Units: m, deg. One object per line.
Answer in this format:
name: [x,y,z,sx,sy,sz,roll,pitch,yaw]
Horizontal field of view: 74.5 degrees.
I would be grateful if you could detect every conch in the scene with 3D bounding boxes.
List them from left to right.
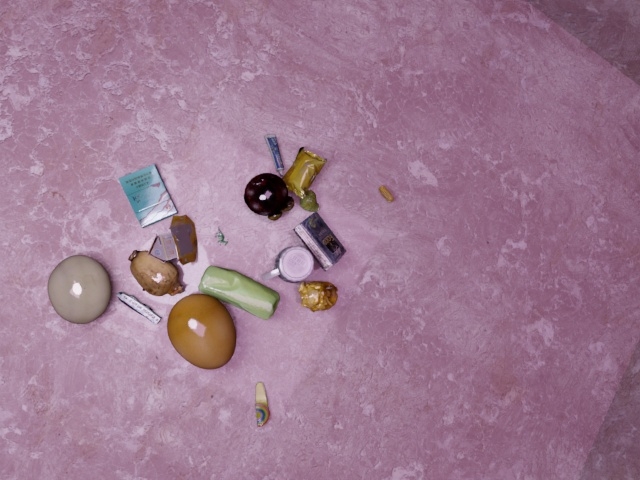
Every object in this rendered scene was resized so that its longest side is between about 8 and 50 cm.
conch: [-0.054,-0.179,1.913,0.089,0.074,0.121,-28,111,22]

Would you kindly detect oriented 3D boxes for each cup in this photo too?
cup: [-0.126,0.122,1.804,0.166,0.202,0.221,38,81,-3]

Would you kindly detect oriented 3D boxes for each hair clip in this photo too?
hair clip: [-0.254,0.713,1.831,0.060,0.033,0.189,-5,88,-13]

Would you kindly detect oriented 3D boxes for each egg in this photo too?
egg: [-0.938,0.191,1.646,0.218,0.219,0.270,-4,84,-11]
egg: [-0.472,0.369,1.701,0.250,0.250,0.323,-33,96,-10]

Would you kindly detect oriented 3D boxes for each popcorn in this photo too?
popcorn: [-0.012,0.245,1.831,0.163,0.194,0.140,-1,90,14]

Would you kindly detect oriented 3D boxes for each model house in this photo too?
model house: [-0.615,0.006,1.747,0.135,0.219,0.208,-12,98,9]

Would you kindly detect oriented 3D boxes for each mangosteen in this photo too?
mangosteen: [-0.229,-0.191,1.815,0.209,0.210,0.210,1,87,-10]

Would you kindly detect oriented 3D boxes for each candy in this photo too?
candy: [-0.341,0.219,1.795,0.343,0.132,0.142,25,88,-9]

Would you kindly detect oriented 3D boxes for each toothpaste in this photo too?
toothpaste: [-0.202,-0.387,1.906,0.057,0.034,0.197,-17,88,-27]

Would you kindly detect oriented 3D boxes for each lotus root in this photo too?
lotus root: [-0.682,0.139,1.733,0.256,0.140,0.154,37,87,0]

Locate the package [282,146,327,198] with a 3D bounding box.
package: [-0.083,-0.302,1.879,0.168,0.090,0.226,31,83,28]

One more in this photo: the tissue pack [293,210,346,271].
tissue pack: [0.000,0.000,1.856,0.073,0.173,0.236,-36,92,32]

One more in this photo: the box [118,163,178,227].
box: [-0.731,-0.189,1.792,0.161,0.041,0.229,-25,91,-11]

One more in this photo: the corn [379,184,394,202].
corn: [0.312,-0.220,1.988,0.037,0.037,0.092,-40,92,-10]

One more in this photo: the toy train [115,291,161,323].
toy train: [-0.760,0.277,1.759,0.207,0.043,0.047,37,79,-6]

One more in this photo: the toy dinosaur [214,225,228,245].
toy dinosaur: [-0.431,-0.018,1.848,0.062,0.021,0.083,19,87,-16]
